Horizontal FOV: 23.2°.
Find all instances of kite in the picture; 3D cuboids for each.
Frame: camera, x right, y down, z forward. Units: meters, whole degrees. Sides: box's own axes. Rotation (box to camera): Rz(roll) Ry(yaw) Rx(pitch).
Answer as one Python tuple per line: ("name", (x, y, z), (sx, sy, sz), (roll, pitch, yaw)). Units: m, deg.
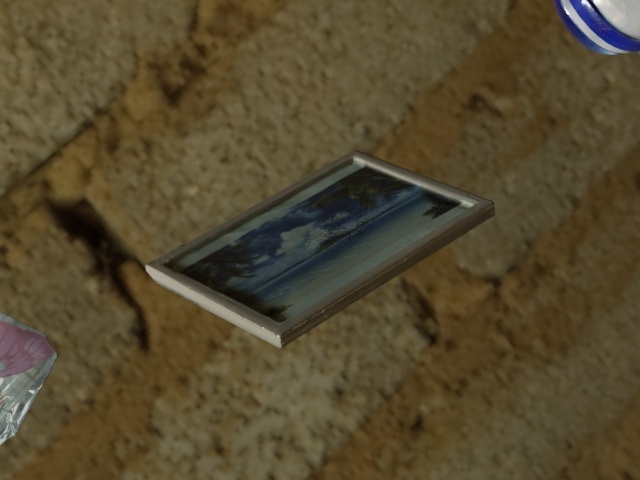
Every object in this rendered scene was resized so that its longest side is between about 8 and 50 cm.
("kite", (-0.479, 0.102, 1.767), (0.204, 0.360, 0.022), (-51, -6, -13))

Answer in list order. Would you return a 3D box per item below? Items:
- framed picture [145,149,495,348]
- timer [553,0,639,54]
("framed picture", (0.000, 0.000, 1.688), (0.315, 0.024, 0.232), (-32, 36, -31))
("timer", (0.387, -0.312, 1.725), (0.383, 0.270, 0.270), (-30, 3, -42))
